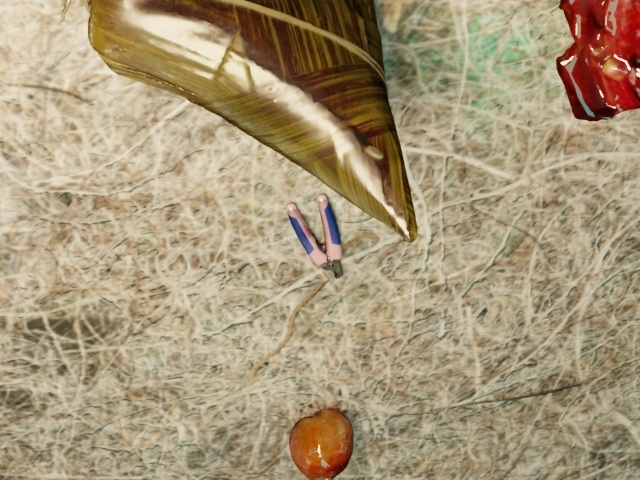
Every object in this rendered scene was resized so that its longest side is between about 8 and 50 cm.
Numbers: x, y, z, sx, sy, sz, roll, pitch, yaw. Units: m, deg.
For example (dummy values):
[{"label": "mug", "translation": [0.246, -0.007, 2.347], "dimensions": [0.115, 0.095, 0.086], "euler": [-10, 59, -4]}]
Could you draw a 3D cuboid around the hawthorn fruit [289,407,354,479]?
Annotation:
[{"label": "hawthorn fruit", "translation": [0.007, 0.218, 1.957], "dimensions": [0.066, 0.103, 0.067], "euler": [-15, 159, -6]}]

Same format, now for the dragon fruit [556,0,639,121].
[{"label": "dragon fruit", "translation": [0.338, -0.239, 1.550], "dimensions": [0.329, 0.228, 0.286], "euler": [-13, 110, 30]}]

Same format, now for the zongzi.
[{"label": "zongzi", "translation": [-0.056, -0.108, 1.465], "dimensions": [0.247, 0.241, 0.111], "euler": [6, 136, -21]}]

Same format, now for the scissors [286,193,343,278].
[{"label": "scissors", "translation": [0.000, 0.000, 1.776], "dimensions": [0.039, 0.012, 0.113], "euler": [-16, 139, 3]}]
